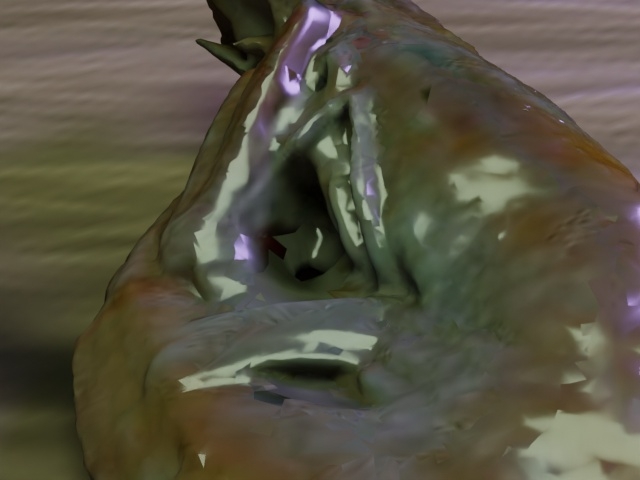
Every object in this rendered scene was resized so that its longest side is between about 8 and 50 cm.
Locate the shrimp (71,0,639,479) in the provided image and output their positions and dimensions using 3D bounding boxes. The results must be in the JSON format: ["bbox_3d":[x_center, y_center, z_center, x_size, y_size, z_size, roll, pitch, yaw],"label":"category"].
[{"bbox_3d":[0.000,0.000,0.466,0.168,0.077,0.317,-19,41,-16],"label":"shrimp"}]
